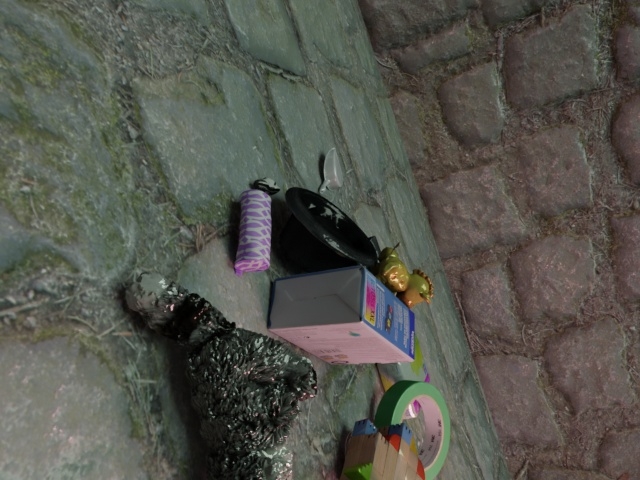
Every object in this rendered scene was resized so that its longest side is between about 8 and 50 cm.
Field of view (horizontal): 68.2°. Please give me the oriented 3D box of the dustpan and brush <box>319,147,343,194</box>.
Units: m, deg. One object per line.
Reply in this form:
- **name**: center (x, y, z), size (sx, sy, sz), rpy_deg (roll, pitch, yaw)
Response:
- **dustpan and brush**: center (0.034, -0.225, 1.708), size (0.211, 0.060, 0.147), rpy_deg (-80, 157, -54)

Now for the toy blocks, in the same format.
- **toy blocks**: center (0.199, 0.639, 1.318), size (0.381, 0.190, 0.261), rpy_deg (52, 34, -19)

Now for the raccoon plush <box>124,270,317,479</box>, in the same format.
- **raccoon plush**: center (-0.211, 0.302, 0.829), size (0.446, 0.216, 0.299), rpy_deg (33, 54, -13)

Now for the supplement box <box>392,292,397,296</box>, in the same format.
- **supplement box**: center (0.174, 0.177, 1.414), size (0.083, 0.083, 0.056), rpy_deg (-49, 150, -32)

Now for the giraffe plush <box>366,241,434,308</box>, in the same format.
- **giraffe plush**: center (0.228, 0.118, 1.330), size (0.170, 0.210, 0.181), rpy_deg (35, 48, -4)

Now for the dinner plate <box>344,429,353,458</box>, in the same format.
- **dinner plate**: center (0.099, 0.620, 1.359), size (0.141, 0.017, 0.141), rpy_deg (42, 39, -47)

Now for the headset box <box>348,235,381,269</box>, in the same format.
- **headset box**: center (0.135, 0.140, 1.589), size (0.246, 0.131, 0.283), rpy_deg (-37, 108, -62)

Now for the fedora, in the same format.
- **fedora**: center (0.000, 0.000, 1.328), size (0.334, 0.152, 0.334), rpy_deg (38, 18, -15)

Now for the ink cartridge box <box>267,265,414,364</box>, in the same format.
- **ink cartridge box**: center (0.082, 0.227, 1.266), size (0.395, 0.270, 0.151), rpy_deg (44, 45, -46)

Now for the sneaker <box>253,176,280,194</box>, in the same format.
- **sneaker**: center (-0.155, -0.154, 1.300), size (0.044, 0.040, 0.109), rpy_deg (62, 19, 14)

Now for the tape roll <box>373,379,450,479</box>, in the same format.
- **tape roll**: center (0.310, 0.633, 1.573), size (0.321, 0.077, 0.321), rpy_deg (8, 78, -40)

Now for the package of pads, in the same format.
- **package of pads**: center (0.321, 0.499, 1.783), size (0.296, 0.101, 0.229), rpy_deg (-24, 97, -65)

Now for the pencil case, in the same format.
- **pencil case**: center (-0.164, -0.024, 1.134), size (0.086, 0.088, 0.206), rpy_deg (43, 38, -52)
